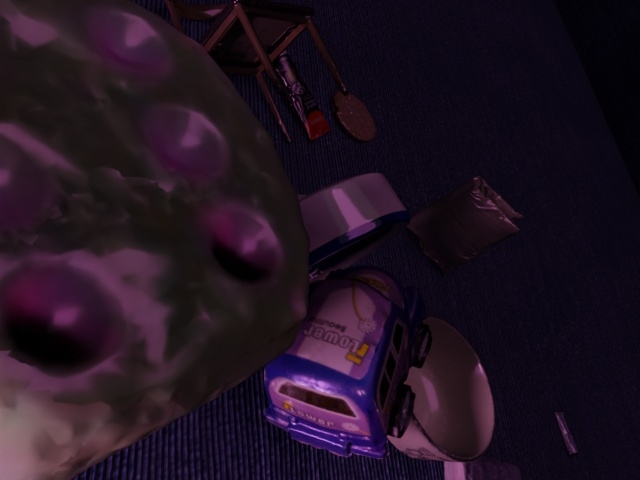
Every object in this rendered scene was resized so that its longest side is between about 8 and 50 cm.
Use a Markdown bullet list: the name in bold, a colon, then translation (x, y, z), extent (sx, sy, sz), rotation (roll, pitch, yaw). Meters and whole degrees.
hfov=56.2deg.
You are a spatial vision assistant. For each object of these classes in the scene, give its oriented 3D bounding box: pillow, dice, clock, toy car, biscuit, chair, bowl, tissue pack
- **pillow**: translation (0.265, -0.030, 1.114), extent (0.134, 0.181, 0.078), rotation (46, 37, -13)
- **dice**: translation (-0.220, 0.014, 0.468), extent (0.318, 0.330, 0.322), rotation (-22, 80, -52)
- **clock**: translation (0.000, 0.000, 0.782), extent (0.230, 0.230, 0.083), rotation (-19, 74, -50)
- **toy car**: translation (0.036, 0.123, 0.723), extent (0.158, 0.172, 0.235), rotation (79, 30, -49)
- **biscuit**: translation (0.066, -0.246, 1.186), extent (0.120, 0.015, 0.120), rotation (26, 47, -32)
- **chair**: translation (-0.109, -0.303, 0.923), extent (0.188, 0.166, 0.272), rotation (-17, 78, -50)
- **bowl**: translation (0.148, 0.226, 0.873), extent (0.211, 0.112, 0.211), rotation (26, 47, -32)
- **tissue pack**: translation (0.255, 0.393, 0.920), extent (0.156, 0.051, 0.112), rotation (25, 51, -33)

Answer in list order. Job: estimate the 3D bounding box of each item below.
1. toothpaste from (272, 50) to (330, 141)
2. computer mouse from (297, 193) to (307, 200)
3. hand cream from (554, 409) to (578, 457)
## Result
- **toothpaste**: translation (-0.045, -0.270, 1.070), extent (0.193, 0.045, 0.071), rotation (59, 39, -6)
- **computer mouse**: translation (-0.032, -0.047, 0.936), extent (0.110, 0.032, 0.056), rotation (3, 62, -45)
- **hand cream**: translation (0.490, 0.387, 1.196), extent (0.030, 0.019, 0.093), rotation (19, 45, -34)
